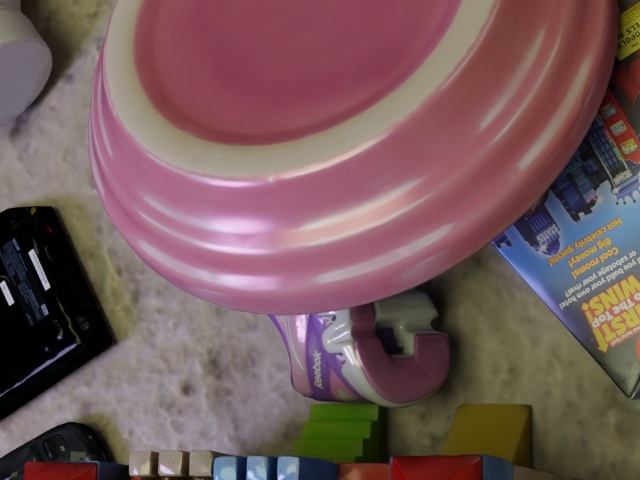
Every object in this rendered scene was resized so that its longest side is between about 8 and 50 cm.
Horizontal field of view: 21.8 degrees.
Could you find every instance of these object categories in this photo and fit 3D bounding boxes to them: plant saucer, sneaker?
[{"bbox_3d":[0.002,-0.119,0.966,0.332,0.084,0.332,-14,54,19],"label":"plant saucer"},{"bbox_3d":[0.000,0.000,1.050,0.104,0.095,0.236,-30,68,50],"label":"sneaker"}]

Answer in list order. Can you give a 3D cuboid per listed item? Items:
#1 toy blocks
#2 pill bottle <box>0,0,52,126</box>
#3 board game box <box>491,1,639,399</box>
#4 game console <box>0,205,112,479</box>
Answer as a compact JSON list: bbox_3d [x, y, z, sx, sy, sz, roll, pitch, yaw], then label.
[{"bbox_3d":[-0.013,0.174,0.925,0.381,0.261,0.191,-3,78,24],"label":"toy blocks"},{"bbox_3d":[-0.289,-0.178,1.187,0.119,0.119,0.208,-47,69,20],"label":"pill bottle"},{"bbox_3d":[0.182,-0.018,0.961,0.194,0.060,0.194,-33,75,24],"label":"board game box"},{"bbox_3d":[-0.212,0.167,1.183,0.213,0.044,0.361,-33,74,26],"label":"game console"}]
